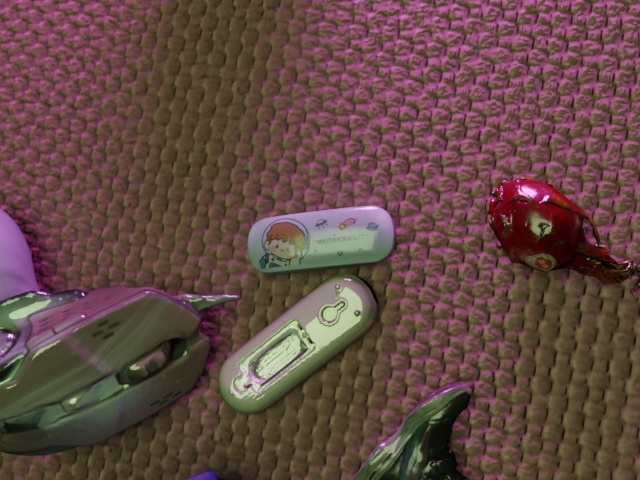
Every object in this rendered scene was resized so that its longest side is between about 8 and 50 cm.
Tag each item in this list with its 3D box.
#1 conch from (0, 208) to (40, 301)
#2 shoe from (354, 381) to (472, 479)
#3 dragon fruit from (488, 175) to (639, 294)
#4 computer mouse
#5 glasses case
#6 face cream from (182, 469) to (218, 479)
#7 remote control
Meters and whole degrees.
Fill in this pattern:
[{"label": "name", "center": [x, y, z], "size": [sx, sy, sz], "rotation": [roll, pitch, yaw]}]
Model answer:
[{"label": "conch", "center": [-0.423, 0.049, 1.083], "size": [0.121, 0.185, 0.221], "rotation": [-8, 114, 29]}, {"label": "shoe", "center": [0.122, 0.235, 0.969], "size": [0.099, 0.071, 0.169], "rotation": [45, 99, 13]}, {"label": "dragon fruit", "center": [0.264, 0.002, 0.948], "size": [0.190, 0.094, 0.094], "rotation": [33, 92, 8]}, {"label": "computer mouse", "center": [-0.270, 0.155, 1.017], "size": [0.389, 0.199, 0.115], "rotation": [-19, 36, 0]}, {"label": "glasses case", "center": [0.000, 0.000, 1.041], "size": [0.178, 0.045, 0.067], "rotation": [-7, 80, 14]}, {"label": "face cream", "center": [-0.194, 0.393, 0.937], "size": [0.249, 0.249, 0.225], "rotation": [-22, 79, 11]}, {"label": "remote control", "center": [-0.029, 0.122, 1.034], "size": [0.221, 0.042, 0.078], "rotation": [-39, 74, 8]}]
